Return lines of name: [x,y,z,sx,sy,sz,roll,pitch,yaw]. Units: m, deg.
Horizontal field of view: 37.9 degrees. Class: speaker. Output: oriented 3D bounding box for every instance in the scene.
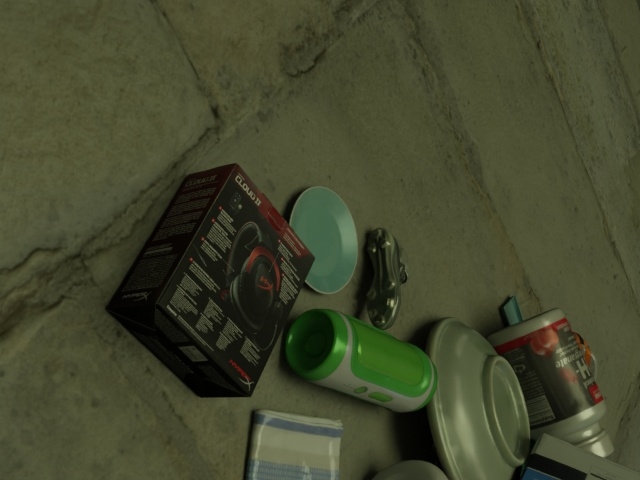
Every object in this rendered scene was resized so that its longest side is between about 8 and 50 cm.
speaker: [0.075,0.207,1.584,0.297,0.131,0.131,28,62,-45]

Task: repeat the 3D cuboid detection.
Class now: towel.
towel: [-0.042,0.415,1.476,0.209,0.034,0.284,22,67,-46]

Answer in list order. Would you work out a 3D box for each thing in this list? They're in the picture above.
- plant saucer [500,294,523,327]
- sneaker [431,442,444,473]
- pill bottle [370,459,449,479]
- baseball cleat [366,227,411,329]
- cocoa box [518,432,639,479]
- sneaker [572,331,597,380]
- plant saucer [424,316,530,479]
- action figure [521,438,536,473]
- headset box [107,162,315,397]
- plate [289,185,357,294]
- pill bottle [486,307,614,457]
plant saucer: [0.453,0.223,2.133,0.067,0.018,0.192,-37,111,-48]
sneaker: [0.251,0.473,1.808,0.083,0.071,0.190,-6,79,-45]
pill bottle: [0.208,0.544,1.641,0.323,0.182,0.181,54,46,-30]
baseball cleat: [0.133,0.077,1.705,0.109,0.072,0.205,32,51,-44]
cocoa box: [0.476,0.600,1.819,0.228,0.232,0.347,-50,150,-41]
sneaker: [0.572,0.363,2.167,0.180,0.125,0.321,-59,159,-74]
plant saucer: [0.326,0.337,1.817,0.400,0.101,0.400,42,40,-49]
action figure: [0.524,0.470,2.059,0.232,0.063,0.137,16,70,-14]
headset box: [-0.141,0.048,1.358,0.218,0.110,0.293,51,48,-33]
plate: [0.000,0.000,1.611,0.188,0.024,0.188,11,75,-49]
pill bottle: [0.494,0.317,1.978,0.176,0.176,0.318,-13,77,-51]
